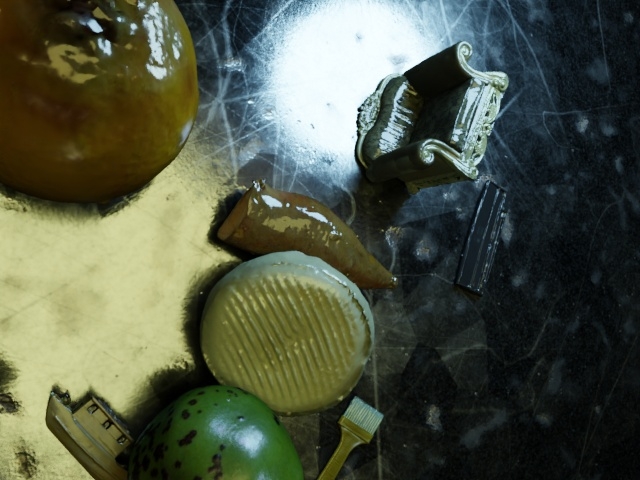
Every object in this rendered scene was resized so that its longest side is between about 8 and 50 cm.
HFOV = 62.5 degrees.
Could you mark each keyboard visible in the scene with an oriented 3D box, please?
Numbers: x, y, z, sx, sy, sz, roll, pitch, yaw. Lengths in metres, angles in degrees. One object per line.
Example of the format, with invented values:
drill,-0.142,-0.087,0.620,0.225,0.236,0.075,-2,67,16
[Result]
keyboard,0.354,-0.007,1.149,0.087,0.017,0.250,25,77,-23

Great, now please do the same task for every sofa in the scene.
sofa,0.195,-0.230,0.989,0.182,0.200,0.258,28,77,-24

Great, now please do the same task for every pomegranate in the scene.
pomegranate,-0.152,0.342,0.744,0.254,0.254,0.270,64,21,-8

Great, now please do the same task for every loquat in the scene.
loquat,-0.316,-0.208,0.679,0.329,0.328,0.328,2,85,-26

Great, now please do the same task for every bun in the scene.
bun,-0.054,0.142,0.863,0.287,0.146,0.287,-2,110,-6

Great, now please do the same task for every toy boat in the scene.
toy boat,-0.325,0.295,0.781,0.077,0.057,0.200,-42,104,-29

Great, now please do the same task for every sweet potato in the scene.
sweet potato,-0.002,0.001,0.920,0.337,0.131,0.131,22,77,-22

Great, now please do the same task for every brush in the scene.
brush,0.035,0.398,0.971,0.082,0.010,0.218,40,72,-18
